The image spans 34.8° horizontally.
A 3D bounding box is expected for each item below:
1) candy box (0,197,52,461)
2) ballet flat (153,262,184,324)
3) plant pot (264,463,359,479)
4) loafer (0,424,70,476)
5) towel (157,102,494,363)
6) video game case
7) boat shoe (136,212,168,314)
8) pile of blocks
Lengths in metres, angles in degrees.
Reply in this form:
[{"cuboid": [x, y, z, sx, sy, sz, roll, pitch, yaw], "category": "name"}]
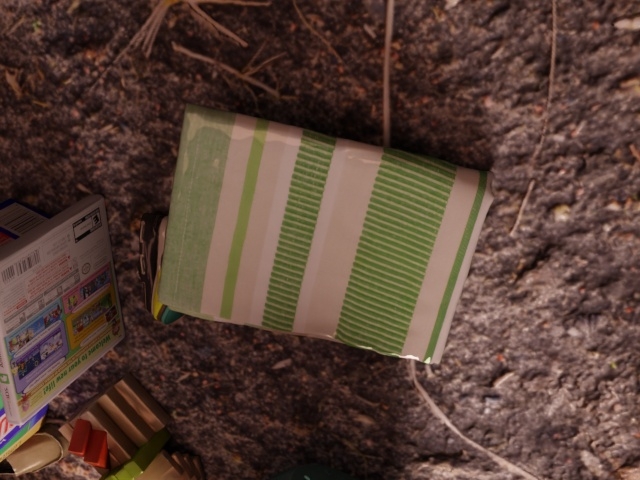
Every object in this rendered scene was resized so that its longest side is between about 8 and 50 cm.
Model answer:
[{"cuboid": [-0.423, 0.146, 1.203, 0.122, 0.268, 0.317, 27, 120, 10], "category": "candy box"}, {"cuboid": [-0.129, -0.003, 1.157, 0.077, 0.077, 0.231, 50, 117, 15], "category": "ballet flat"}, {"cuboid": [-0.015, 0.408, 1.187, 0.293, 0.293, 0.235, 33, 104, 2], "category": "plant pot"}, {"cuboid": [-0.399, 0.292, 1.385, 0.148, 0.050, 0.056, -22, 105, 26], "category": "loafer"}, {"cuboid": [0.000, 0.000, 1.084, 0.325, 0.038, 0.247, 12, 118, -3], "category": "towel"}, {"cuboid": [-0.299, 0.073, 1.160, 0.023, 0.212, 0.193, 6, 115, 22], "category": "video game case"}, {"cuboid": [-0.197, 0.027, 1.201, 0.038, 0.046, 0.125, 13, 114, 13], "category": "boat shoe"}, {"cuboid": [-0.228, 0.356, 1.322, 0.149, 0.112, 0.362, -10, 110, 22], "category": "pile of blocks"}]
